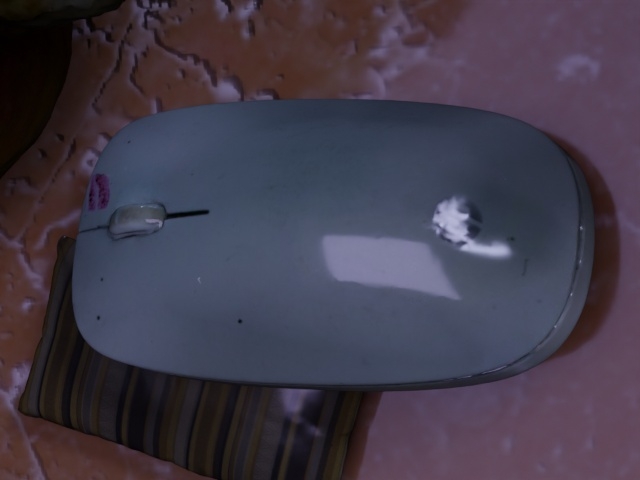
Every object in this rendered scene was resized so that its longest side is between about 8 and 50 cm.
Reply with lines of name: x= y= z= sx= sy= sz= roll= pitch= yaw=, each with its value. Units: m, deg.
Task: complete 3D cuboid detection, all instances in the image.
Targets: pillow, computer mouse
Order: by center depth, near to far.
computer mouse: x=-0.001 y=-0.002 z=0.900 sx=0.288 sy=0.097 sz=0.159 roll=4 pitch=76 yaw=12
pillow: x=-0.073 y=0.077 z=0.972 sx=0.203 sy=0.038 sz=0.113 roll=18 pitch=97 yaw=17

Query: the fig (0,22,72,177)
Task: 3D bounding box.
fig: x=-0.226 y=-0.050 z=0.965 sx=0.190 sy=0.190 sz=0.290 roll=1 pitch=106 yaw=17

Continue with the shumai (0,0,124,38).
shumai: x=-0.138 y=-0.331 z=0.848 sx=0.395 sy=0.348 sz=0.395 roll=7 pitch=115 yaw=15
